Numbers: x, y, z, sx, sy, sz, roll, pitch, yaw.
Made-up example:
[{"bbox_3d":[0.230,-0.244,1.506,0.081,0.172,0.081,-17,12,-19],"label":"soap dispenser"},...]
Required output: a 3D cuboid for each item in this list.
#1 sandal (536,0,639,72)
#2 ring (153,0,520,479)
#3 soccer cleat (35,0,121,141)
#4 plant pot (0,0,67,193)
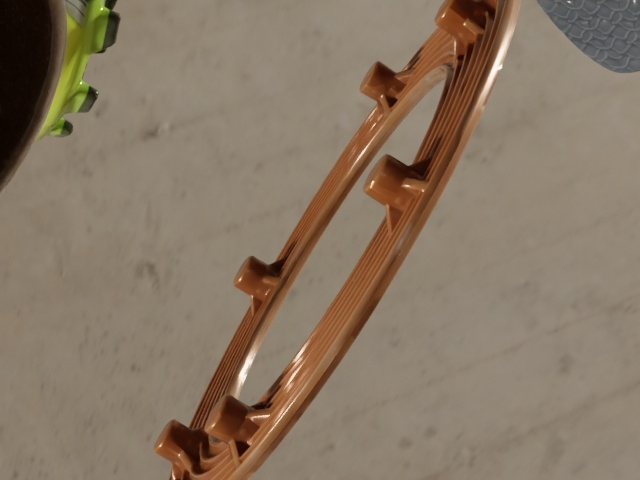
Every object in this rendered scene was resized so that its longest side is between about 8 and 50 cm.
[{"bbox_3d":[0.114,-0.201,0.860,0.054,0.097,0.254,-22,-89,-41],"label":"sandal"},{"bbox_3d":[0.000,0.000,1.022,0.032,0.336,0.336,32,-118,-8],"label":"ring"},{"bbox_3d":[-0.145,-0.137,0.885,0.121,0.289,0.093,12,-115,-6],"label":"soccer cleat"},{"bbox_3d":[-0.193,-0.075,0.595,0.167,0.167,0.165,-37,-114,-25],"label":"plant pot"}]
